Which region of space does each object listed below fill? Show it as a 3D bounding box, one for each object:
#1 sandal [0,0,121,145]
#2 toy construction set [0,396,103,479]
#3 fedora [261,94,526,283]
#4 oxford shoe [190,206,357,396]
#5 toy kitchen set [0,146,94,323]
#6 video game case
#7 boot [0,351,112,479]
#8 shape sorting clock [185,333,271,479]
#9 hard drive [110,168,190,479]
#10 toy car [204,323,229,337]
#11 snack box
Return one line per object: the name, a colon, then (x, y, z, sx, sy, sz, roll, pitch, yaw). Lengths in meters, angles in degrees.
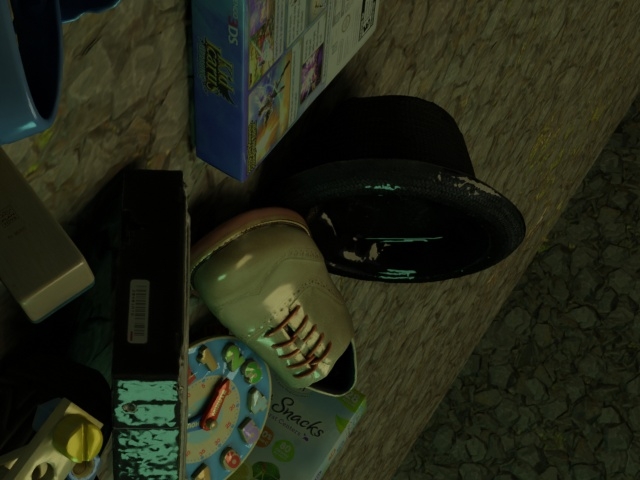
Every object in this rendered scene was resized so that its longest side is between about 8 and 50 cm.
sandal: (-0.208, -0.096, 0.778, 0.317, 0.138, 0.126, -61, 166, 10)
toy construction set: (-0.272, 0.261, 0.944, 0.327, 0.151, 0.215, -25, 120, -15)
fedora: (0.086, -0.068, 1.590, 0.334, 0.334, 0.152, 73, 19, -69)
oxford shoe: (-0.032, 0.076, 1.512, 0.140, 0.146, 0.397, -36, 157, 6)
toy kitchen set: (-0.267, 0.061, 0.976, 0.207, 0.122, 0.166, -35, 158, -12)
video game case: (-0.024, -0.222, 1.243, 0.244, 0.061, 0.269, -52, 162, -31)
boot: (-0.317, 0.351, 1.260, 0.367, 0.146, 0.445, -47, 164, -33)
shape sorting clock: (-0.134, 0.204, 1.571, 0.206, 0.040, 0.206, -18, 118, -37)
hard drive: (-0.151, 0.136, 1.235, 0.339, 0.064, 0.237, 98, -9, -45)
toy car: (-0.141, 0.146, 1.619, 0.040, 0.060, 0.122, 3, 104, -24)
snack box: (-0.068, 0.239, 1.716, 0.207, 0.174, 0.070, -55, 167, -18)
